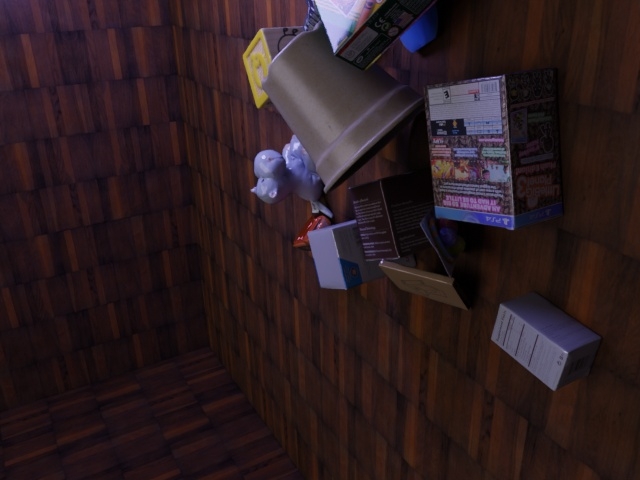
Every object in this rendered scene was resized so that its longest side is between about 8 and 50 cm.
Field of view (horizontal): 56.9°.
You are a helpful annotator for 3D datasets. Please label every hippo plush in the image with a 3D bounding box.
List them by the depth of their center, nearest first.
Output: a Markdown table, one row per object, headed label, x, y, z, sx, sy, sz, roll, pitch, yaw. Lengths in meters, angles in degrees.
| label | x | y | z | sx | sy | sz | roll | pitch | yaw |
| --- | --- | --- | --- | --- | --- | --- | --- | --- | --- |
| hippo plush | -0.126 | -0.212 | 2.005 | 0.234 | 0.237 | 0.293 | 21 | 122 | 58 |

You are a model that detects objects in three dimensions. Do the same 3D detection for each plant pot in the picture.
| label | x | y | z | sx | sy | sz | roll | pitch | yaw |
| --- | --- | --- | --- | --- | --- | --- | --- | --- | --- |
| plant pot | 0.038 | -0.335 | 1.417 | 0.305 | 0.334 | 0.334 | 48 | 151 | 0 |

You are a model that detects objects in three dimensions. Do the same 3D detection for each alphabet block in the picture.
| label | x | y | z | sx | sy | sz | roll | pitch | yaw |
| --- | --- | --- | --- | --- | --- | --- | --- | --- | --- |
| alphabet block | -0.104 | -0.539 | 1.844 | 0.193 | 0.197 | 0.192 | -27 | 79 | 63 |

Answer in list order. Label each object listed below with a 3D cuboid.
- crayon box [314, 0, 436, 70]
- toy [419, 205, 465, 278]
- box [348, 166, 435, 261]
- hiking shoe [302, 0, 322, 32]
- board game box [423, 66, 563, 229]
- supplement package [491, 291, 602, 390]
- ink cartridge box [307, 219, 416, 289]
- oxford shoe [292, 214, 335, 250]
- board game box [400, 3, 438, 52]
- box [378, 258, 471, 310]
| label | x | y | z | sx | sy | sz | roll | pitch | yaw |
| --- | --- | --- | --- | --- | --- | --- | --- | --- | --- |
| crayon box | 0.139 | -0.597 | 1.236 | 0.363 | 0.106 | 0.312 | -39 | 53 | 33 |
| toy | 0.294 | -0.013 | 1.356 | 0.056 | 0.237 | 0.136 | -30 | 93 | 18 |
| box | 0.201 | -0.064 | 1.525 | 0.167 | 0.169 | 0.203 | -9 | 95 | 64 |
| hiking shoe | 0.005 | -0.639 | 1.706 | 0.114 | 0.086 | 0.226 | 28 | 126 | 60 |
| board game box | 0.349 | -0.187 | 1.209 | 0.232 | 0.141 | 0.290 | 16 | 117 | 60 |
| supplement package | 0.463 | 0.204 | 1.227 | 0.179 | 0.105 | 0.105 | 43 | 139 | 47 |
| ink cartridge box | 0.115 | 0.025 | 1.666 | 0.168 | 0.233 | 0.171 | -8 | 96 | 65 |
| oxford shoe | 0.000 | 0.000 | 1.996 | 0.133 | 0.129 | 0.364 | 33 | 177 | -10 |
| board game box | 0.235 | -0.524 | 1.386 | 0.169 | 0.033 | 0.133 | -8 | 101 | 68 |
| box | 0.262 | 0.111 | 1.477 | 0.201 | 0.021 | 0.164 | 14 | 160 | 35 |
